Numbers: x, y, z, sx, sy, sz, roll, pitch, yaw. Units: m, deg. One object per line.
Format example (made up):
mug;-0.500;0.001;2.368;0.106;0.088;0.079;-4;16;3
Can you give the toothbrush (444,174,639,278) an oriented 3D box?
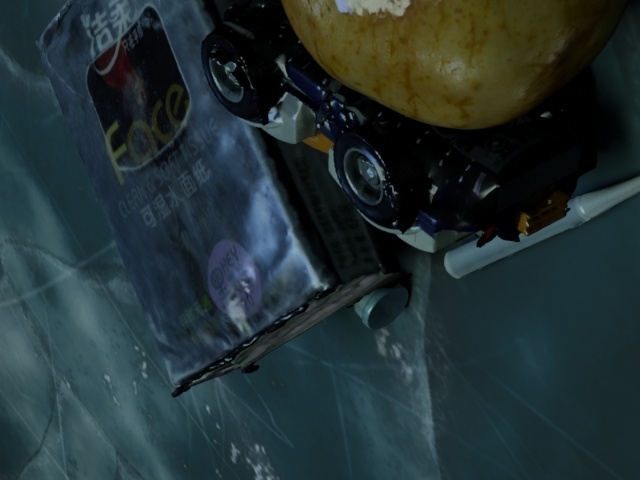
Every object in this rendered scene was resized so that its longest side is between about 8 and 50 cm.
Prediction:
toothbrush;0.178;-0.023;1.302;0.342;0.025;0.030;-33;77;61

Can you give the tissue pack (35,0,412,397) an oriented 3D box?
tissue pack;-0.095;-0.079;1.544;0.259;0.122;0.361;-33;76;48

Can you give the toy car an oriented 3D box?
toy car;0.054;-0.096;1.276;0.301;0.193;0.118;40;144;33

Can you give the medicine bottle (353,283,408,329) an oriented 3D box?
medicine bottle;0.000;0.000;1.583;0.191;0.051;0.051;46;146;31

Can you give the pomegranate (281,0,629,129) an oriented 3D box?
pomegranate;0.084;-0.191;1.125;0.248;0.248;0.248;38;142;38
